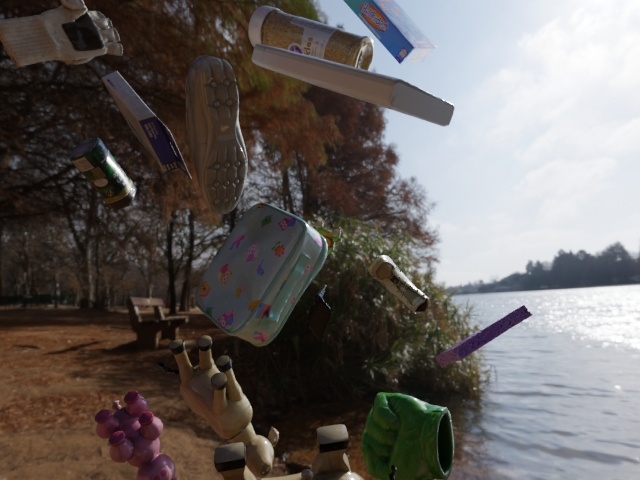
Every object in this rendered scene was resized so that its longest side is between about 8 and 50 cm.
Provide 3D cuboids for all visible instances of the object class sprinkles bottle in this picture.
[{"bbox_3d":[-0.030,-0.545,1.128,0.355,0.121,0.121,28,3,22],"label":"sprinkles bottle"}]

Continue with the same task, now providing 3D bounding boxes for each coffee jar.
[{"bbox_3d":[-0.574,-0.175,1.094,0.079,0.096,0.184,-19,-48,3],"label":"coffee jar"}]

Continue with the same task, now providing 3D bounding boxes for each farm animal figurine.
[{"bbox_3d":[-0.085,0.275,0.424,0.326,0.172,0.330,2,32,9],"label":"farm animal figurine"}]

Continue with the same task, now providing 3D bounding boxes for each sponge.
[{"bbox_3d":[0.367,0.219,0.925,0.210,0.031,0.117,-25,-21,-17],"label":"sponge"}]

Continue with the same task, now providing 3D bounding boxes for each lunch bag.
[{"bbox_3d":[-0.124,0.071,0.851,0.224,0.279,0.108,24,-10,42],"label":"lunch bag"}]

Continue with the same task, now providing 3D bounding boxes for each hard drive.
[{"bbox_3d":[0.061,-0.312,0.813,0.353,0.047,0.233,32,23,34],"label":"hard drive"}]

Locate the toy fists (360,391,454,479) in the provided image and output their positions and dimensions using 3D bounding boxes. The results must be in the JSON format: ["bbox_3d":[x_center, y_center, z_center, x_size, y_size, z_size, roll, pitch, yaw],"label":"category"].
[{"bbox_3d":[0.137,0.390,0.660,0.142,0.280,0.096,-5,2,37],"label":"toy fists"}]

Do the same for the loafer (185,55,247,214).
[{"bbox_3d":[-0.224,-0.215,0.862,0.112,0.320,0.111,-13,28,-36],"label":"loafer"}]

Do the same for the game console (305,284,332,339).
[{"bbox_3d":[0.006,0.214,1.221,0.071,0.122,0.107,26,30,11],"label":"game console"}]

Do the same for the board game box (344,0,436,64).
[{"bbox_3d":[0.154,-0.491,0.915,0.047,0.210,0.160,-44,-5,40],"label":"board game box"}]

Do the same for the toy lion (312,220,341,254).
[{"bbox_3d":[0.000,0.000,1.053,0.100,0.034,0.096,28,52,35],"label":"toy lion"}]

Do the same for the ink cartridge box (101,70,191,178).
[{"bbox_3d":[-0.431,-0.272,1.028,0.045,0.224,0.223,-39,-16,-17],"label":"ink cartridge box"}]

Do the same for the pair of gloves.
[{"bbox_3d":[-0.479,-0.438,0.714,0.042,0.240,0.204,0,21,38],"label":"pair of gloves"}]

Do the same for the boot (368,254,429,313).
[{"bbox_3d":[0.241,0.137,1.231,0.077,0.165,0.213,-45,-38,3],"label":"boot"}]
